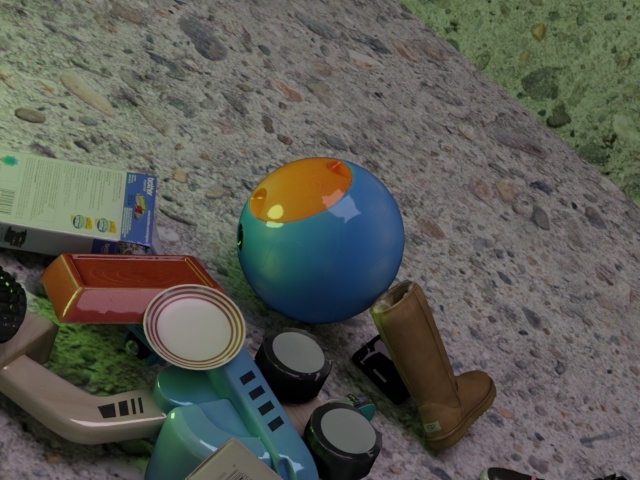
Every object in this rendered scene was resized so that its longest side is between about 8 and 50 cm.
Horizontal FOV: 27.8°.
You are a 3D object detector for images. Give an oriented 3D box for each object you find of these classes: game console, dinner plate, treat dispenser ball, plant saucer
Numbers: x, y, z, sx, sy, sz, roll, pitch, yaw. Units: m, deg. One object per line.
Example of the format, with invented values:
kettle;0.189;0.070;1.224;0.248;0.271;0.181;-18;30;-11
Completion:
game console;0.126;0.231;2.277;0.107;0.071;0.122;-36;70;-27
dinner plate;-0.173;0.121;1.771;0.141;0.017;0.141;8;52;-11
treat dispenser ball;0.000;0.000;2.212;0.288;0.288;0.288;24;32;-16
plant saucer;-0.268;0.065;1.897;0.259;0.048;0.258;1;13;-18

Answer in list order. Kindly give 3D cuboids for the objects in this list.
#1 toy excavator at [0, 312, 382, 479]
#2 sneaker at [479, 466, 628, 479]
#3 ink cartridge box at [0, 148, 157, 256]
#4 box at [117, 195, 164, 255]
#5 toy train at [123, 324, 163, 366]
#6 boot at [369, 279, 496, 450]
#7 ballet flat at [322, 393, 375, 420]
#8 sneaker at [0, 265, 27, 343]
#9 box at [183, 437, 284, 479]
toy excavator;-0.205;0.249;1.772;0.445;0.222;0.433;-7;48;-37
sneaker;0.419;0.424;2.152;0.295;0.147;0.104;29;33;-6
ink cartridge box;-0.419;-0.054;2.040;0.311;0.065;0.186;8;39;-11
box;-0.349;-0.017;2.140;0.159;0.044;0.233;13;37;-30
toy train;-0.225;0.127;1.996;0.080;0.105;0.184;44;32;17
boot;0.198;0.188;2.199;0.269;0.089;0.236;67;29;-12
ballet flat;0.009;0.285;2.054;0.188;0.070;0.070;-8;50;-51
sneaker;-0.492;0.083;1.758;0.107;0.124;0.283;9;23;-42
box;-0.134;0.385;1.592;0.148;0.232;0.127;39;31;9
